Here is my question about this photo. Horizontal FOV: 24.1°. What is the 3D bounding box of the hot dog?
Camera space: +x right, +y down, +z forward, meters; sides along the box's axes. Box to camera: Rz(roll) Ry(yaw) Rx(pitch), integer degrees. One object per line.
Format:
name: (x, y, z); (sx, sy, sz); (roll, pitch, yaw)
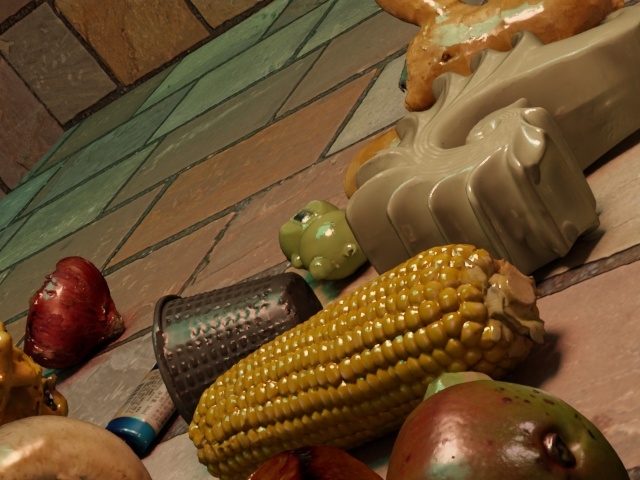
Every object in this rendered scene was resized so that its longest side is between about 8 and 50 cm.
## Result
hot dog: (-0.005, 0.256, 1.215); (0.160, 0.099, 0.227); (-36, 18, 9)

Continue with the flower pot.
flower pot: (0.207, -0.102, 1.592); (0.254, 0.164, 0.367); (-10, 32, 47)

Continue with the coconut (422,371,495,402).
coconut: (0.122, 0.149, 1.270); (0.082, 0.081, 0.083); (-37, 3, -44)

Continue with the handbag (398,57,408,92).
handbag: (0.242, -0.254, 2.007); (0.274, 0.100, 0.268); (-30, 11, 10)

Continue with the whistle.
whistle: (0.000, 0.000, 1.884); (0.105, 0.085, 0.227); (-42, 19, -11)

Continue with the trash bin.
trash bin: (-0.074, 0.113, 1.643); (0.161, 0.175, 0.175); (-23, 20, 13)

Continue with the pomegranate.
pomegranate: (0.116, 0.200, 1.030); (0.180, 0.180, 0.209); (-60, -6, -50)

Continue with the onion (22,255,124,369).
onion: (-0.373, 0.120, 2.279); (0.184, 0.147, 0.184); (19, -90, -78)

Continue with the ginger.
ginger: (0.187, -0.204, 1.814); (0.348, 0.122, 0.363); (-2, 70, 30)

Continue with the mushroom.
mushroom: (-0.315, 0.295, 1.601); (0.253, 0.189, 0.195); (-50, 18, -10)

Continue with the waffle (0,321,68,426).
waffle: (-0.438, 0.272, 1.682); (0.095, 0.382, 0.379); (27, 65, 33)

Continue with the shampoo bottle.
shampoo bottle: (-0.215, 0.212, 1.838); (0.087, 0.050, 0.183); (-18, 26, 43)

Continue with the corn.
corn: (0.037, 0.120, 1.411); (0.387, 0.144, 0.144); (-27, 20, 33)
